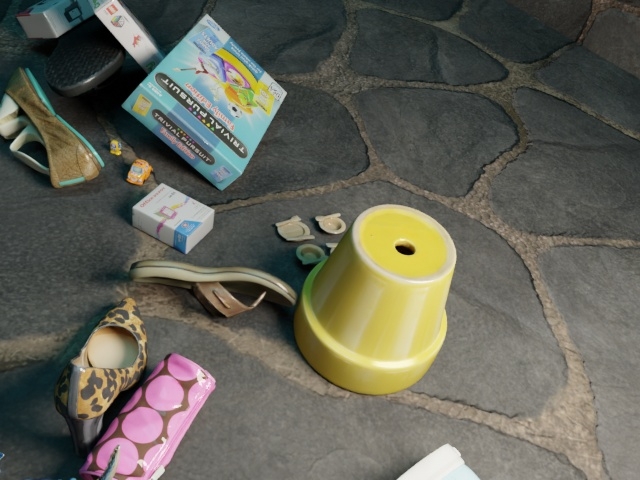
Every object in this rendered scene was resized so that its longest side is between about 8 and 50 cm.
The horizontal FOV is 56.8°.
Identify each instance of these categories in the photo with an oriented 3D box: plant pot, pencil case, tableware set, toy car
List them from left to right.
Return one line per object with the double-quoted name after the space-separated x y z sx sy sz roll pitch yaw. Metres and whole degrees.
-0.393 -0.160 1.191 0.122 0.040 0.060 30 46 13 "toy car"
-0.222 0.252 0.804 0.098 0.095 0.209 -4 38 30 "pencil case"
0.000 0.000 1.153 0.141 0.020 0.168 -8 42 -25 "tableware set"
0.101 0.082 0.958 0.254 0.238 0.253 8 46 -9 "plant pot"

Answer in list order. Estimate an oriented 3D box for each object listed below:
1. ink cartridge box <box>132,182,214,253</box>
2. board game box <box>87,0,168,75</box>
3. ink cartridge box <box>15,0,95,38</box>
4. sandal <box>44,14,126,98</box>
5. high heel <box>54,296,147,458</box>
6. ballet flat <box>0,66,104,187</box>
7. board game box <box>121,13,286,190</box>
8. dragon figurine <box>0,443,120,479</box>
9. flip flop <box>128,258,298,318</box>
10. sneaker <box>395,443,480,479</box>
-0.274 -0.042 1.102 0.123 0.052 0.088 26 45 11 "ink cartridge box"
-0.407 -0.448 1.303 0.053 0.305 0.193 -36 57 1 "board game box"
-0.617 -0.538 1.399 0.109 0.063 0.150 9 46 30 "ink cartridge box"
-0.518 -0.414 1.352 0.168 0.107 0.445 -20 39 -5 "sandal"
-0.292 0.142 0.820 0.093 0.186 0.261 9 45 -8 "high heel"
-0.561 -0.219 1.170 0.124 0.116 0.342 -36 67 -18 "ballet flat"
-0.228 -0.304 1.268 0.254 0.079 0.336 41 40 -21 "board game box"
-0.357 0.289 0.651 0.144 0.289 0.085 38 35 -35 "dragon figurine"
-0.177 0.086 0.979 0.277 0.112 0.080 9 71 -11 "flip flop"
0.095 0.398 0.721 0.366 0.135 0.150 -26 55 -34 "sneaker"
